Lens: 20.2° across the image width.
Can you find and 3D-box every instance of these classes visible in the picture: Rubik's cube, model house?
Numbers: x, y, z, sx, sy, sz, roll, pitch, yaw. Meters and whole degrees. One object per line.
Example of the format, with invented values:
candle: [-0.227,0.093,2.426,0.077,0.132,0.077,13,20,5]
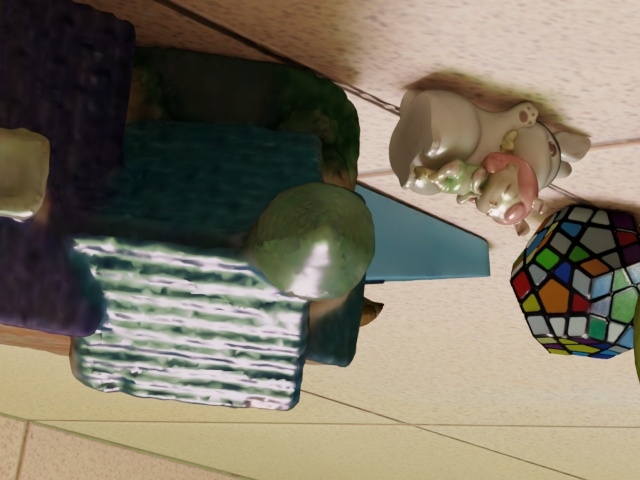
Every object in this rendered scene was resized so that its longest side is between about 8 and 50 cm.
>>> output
Rubik's cube: [0.217,0.034,1.454,0.112,0.133,0.133,39,162,-5]
model house: [-0.121,-0.031,1.097,0.312,0.245,0.280,7,170,1]

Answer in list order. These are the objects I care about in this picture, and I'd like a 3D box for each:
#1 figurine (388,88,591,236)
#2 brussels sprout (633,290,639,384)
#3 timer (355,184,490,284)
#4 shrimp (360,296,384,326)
figurine: [0.121,-0.044,1.231,0.146,0.098,0.081,17,152,-24]
brussels sprout: [0.366,0.054,1.187,0.328,0.247,0.328,4,-179,0]
timer: [0.000,0.000,1.598,0.232,0.091,0.250,-5,173,42]
shrimp: [-0.065,0.068,1.703,0.262,0.051,0.198,-2,180,16]
